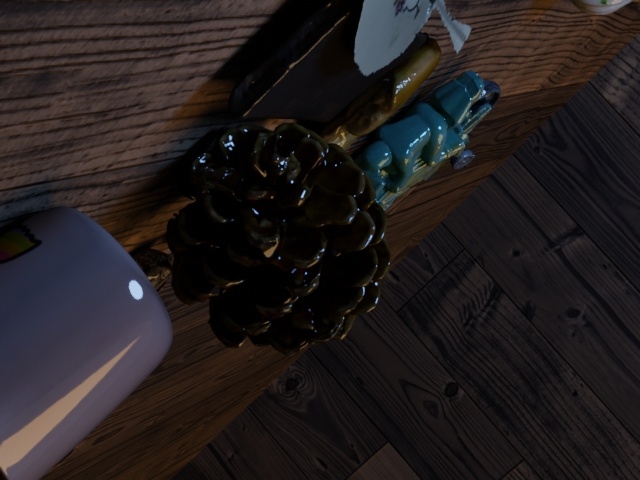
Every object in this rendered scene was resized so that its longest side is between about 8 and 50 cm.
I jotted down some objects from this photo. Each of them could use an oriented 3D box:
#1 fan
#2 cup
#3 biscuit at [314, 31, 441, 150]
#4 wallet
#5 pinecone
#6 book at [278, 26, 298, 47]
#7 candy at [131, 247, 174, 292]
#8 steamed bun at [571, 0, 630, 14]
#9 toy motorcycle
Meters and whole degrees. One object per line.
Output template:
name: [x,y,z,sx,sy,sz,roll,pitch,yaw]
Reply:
fan: [0.110,-0.250,1.431,0.233,0.012,0.414,-59,164,-1]
cup: [-0.267,0.087,1.272,0.200,0.191,0.253,-41,-159,-22]
biscuit: [0.038,-0.141,1.707,0.299,0.045,0.154,-40,-170,40]
wallet: [0.012,-0.180,1.440,0.165,0.042,0.309,-43,171,15]
pinecone: [-0.052,-0.014,1.494,0.243,0.243,0.257,-39,130,-14]
book: [-0.015,-0.188,1.473,0.118,0.012,0.172,-45,170,29]
candy: [-0.203,0.033,1.643,0.226,0.051,0.094,-39,161,-28]
steamed bun: [0.432,-0.396,2.057,0.183,0.106,0.183,-39,170,-8]
toy motorcycle: [0.134,-0.141,2.090,0.296,0.109,0.198,-42,161,16]
